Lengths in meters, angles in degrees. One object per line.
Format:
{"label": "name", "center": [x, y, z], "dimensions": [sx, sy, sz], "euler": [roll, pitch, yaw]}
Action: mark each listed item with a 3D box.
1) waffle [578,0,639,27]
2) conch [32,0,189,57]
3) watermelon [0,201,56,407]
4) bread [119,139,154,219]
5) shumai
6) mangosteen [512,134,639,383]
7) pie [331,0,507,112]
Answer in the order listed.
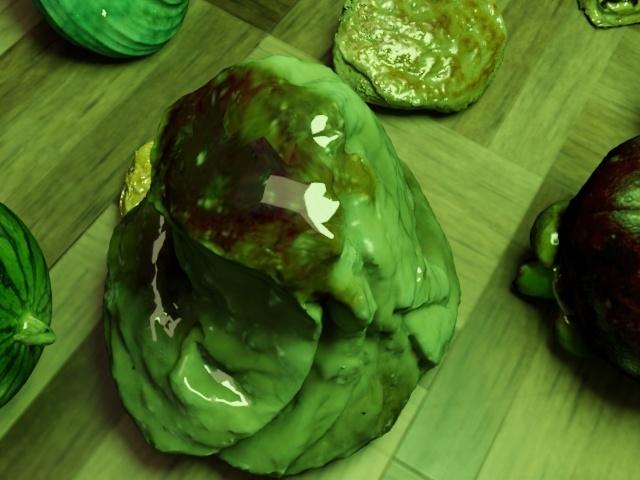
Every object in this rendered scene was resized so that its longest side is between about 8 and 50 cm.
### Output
{"label": "waffle", "center": [0.380, -0.410, 0.953], "dimensions": [0.213, 0.091, 0.307], "euler": [-10, 62, -12]}
{"label": "conch", "center": [-0.208, -0.276, 0.773], "dimensions": [0.202, 0.134, 0.196], "euler": [19, 61, 5]}
{"label": "watermelon", "center": [-0.276, 0.046, 0.545], "dimensions": [0.215, 0.188, 0.187], "euler": [6, 59, 7]}
{"label": "bread", "center": [-0.138, -0.044, 0.700], "dimensions": [0.083, 0.044, 0.110], "euler": [4, 62, -3]}
{"label": "shumai", "center": [0.000, 0.000, 0.548], "dimensions": [0.304, 0.263, 0.309], "euler": [1, 68, -13]}
{"label": "mangosteen", "center": [0.280, 0.011, 0.636], "dimensions": [0.216, 0.216, 0.216], "euler": [3, 60, -6]}
{"label": "pie", "center": [0.102, -0.205, 0.807], "dimensions": [0.194, 0.079, 0.163], "euler": [-11, 72, -15]}
